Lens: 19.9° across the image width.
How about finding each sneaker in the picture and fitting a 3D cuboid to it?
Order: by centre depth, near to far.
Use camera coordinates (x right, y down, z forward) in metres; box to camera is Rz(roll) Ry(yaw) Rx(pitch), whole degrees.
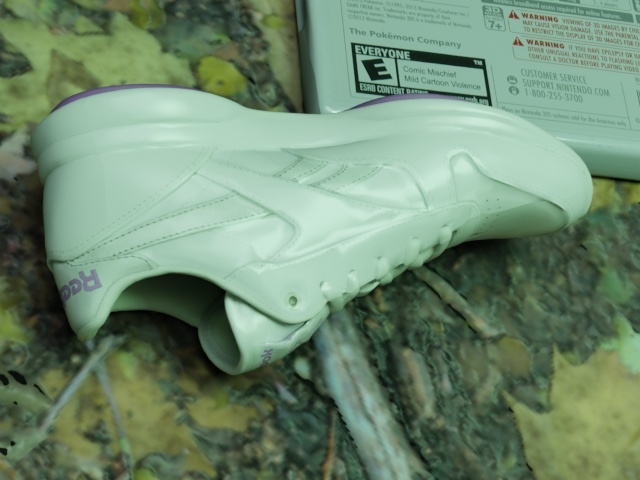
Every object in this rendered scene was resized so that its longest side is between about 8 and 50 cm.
[{"bbox_3d":[0.000,0.000,0.968,0.305,0.114,0.152,0,71,-15],"label":"sneaker"}]

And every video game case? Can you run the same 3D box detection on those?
[{"bbox_3d":[0.141,-0.171,1.166,0.329,0.036,0.300,6,55,-16],"label":"video game case"}]
